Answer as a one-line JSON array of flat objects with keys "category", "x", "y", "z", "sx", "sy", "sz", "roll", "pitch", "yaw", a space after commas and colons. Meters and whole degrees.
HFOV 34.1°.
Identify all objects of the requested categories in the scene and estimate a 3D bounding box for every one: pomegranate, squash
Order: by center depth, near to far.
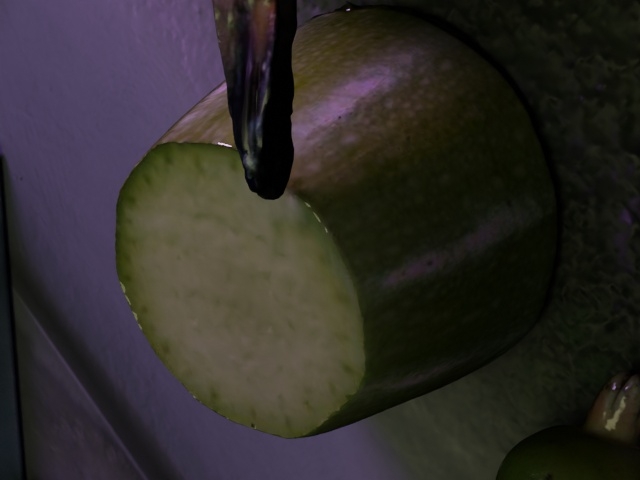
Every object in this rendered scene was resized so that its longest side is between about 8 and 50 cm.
[{"category": "pomegranate", "x": 0.102, "y": 0.095, "z": 0.402, "sx": 0.073, "sy": 0.073, "sz": 0.085, "roll": -25, "pitch": 54, "yaw": 44}, {"category": "squash", "x": 0.000, "y": 0.000, "z": 0.419, "sx": 0.170, "sy": 0.123, "sz": 0.170, "roll": 17, "pitch": 121, "yaw": 30}]

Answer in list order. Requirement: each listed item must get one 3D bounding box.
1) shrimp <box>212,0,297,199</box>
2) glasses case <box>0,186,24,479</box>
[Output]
[{"category": "shrimp", "x": 0.077, "y": -0.056, "z": 0.312, "sx": 0.262, "sy": 0.051, "sz": 0.198, "roll": 45, "pitch": 99, "yaw": 6}, {"category": "glasses case", "x": -0.260, "y": 0.055, "z": 0.703, "sx": 0.105, "sy": 0.056, "sz": 0.266, "roll": 20, "pitch": 119, "yaw": 33}]
